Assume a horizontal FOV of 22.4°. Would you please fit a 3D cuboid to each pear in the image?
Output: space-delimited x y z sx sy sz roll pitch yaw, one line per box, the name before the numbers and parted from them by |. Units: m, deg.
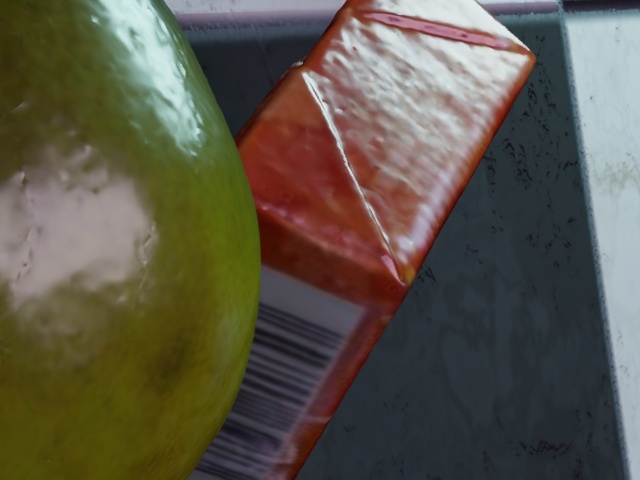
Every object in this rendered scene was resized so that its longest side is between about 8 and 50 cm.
pear | -0.146 -0.006 0.599 0.269 0.269 0.321 -6 82 -57

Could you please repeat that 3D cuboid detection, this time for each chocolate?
chocolate | 0.000 0.000 0.833 0.235 0.108 0.237 -58 175 -46
